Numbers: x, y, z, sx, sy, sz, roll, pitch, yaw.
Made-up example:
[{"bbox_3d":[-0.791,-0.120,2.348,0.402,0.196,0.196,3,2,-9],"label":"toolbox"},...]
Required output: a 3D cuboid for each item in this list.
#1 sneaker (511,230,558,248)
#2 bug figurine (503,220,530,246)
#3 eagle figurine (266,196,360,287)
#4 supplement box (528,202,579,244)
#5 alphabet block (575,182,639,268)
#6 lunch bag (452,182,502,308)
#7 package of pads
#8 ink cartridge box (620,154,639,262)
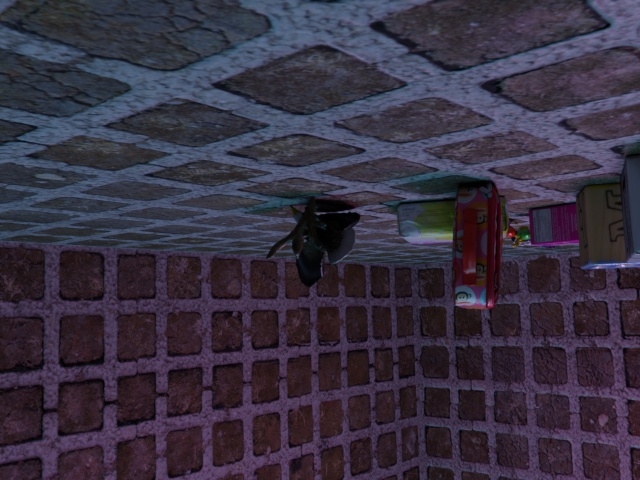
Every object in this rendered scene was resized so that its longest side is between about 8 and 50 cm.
[{"bbox_3d":[0.832,-0.009,2.574,0.190,0.072,0.083,6,-179,9],"label":"sneaker"},{"bbox_3d":[0.714,-0.031,2.148,0.278,0.072,0.216,-6,-174,9],"label":"bug figurine"},{"bbox_3d":[-0.004,-0.010,1.773,0.226,0.225,0.298,-13,161,12],"label":"eagle figurine"},{"bbox_3d":[0.731,-0.047,1.929,0.111,0.114,0.220,3,174,-44],"label":"supplement box"},{"bbox_3d":[0.754,-0.033,1.661,0.193,0.197,0.192,-3,175,12],"label":"alphabet block"},{"bbox_3d":[0.368,0.016,1.581,0.120,0.294,0.258,1,176,17],"label":"lunch bag"},{"bbox_3d":[0.368,-0.050,1.845,0.296,0.101,0.229,-4,174,14],"label":"package of pads"},{"bbox_3d":[0.696,-0.060,1.383,0.114,0.197,0.273,-4,173,21],"label":"ink cartridge box"}]
